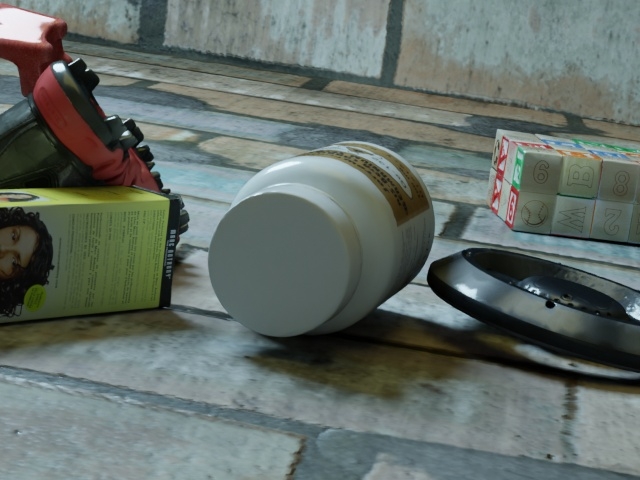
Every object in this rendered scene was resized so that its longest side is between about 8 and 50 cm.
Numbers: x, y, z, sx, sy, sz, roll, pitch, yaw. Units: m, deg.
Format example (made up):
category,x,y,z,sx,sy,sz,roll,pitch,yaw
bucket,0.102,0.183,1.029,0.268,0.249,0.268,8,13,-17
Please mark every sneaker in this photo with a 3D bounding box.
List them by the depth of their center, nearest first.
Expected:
category,x,y,z,sx,sy,sz,roll,pitch,yaw
sneaker,-0.192,-0.041,1.449,0.098,0.135,0.276,56,0,22

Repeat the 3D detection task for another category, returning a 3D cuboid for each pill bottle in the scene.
category,x,y,z,sx,sy,sz,roll,pitch,yaw
pill bottle,0.000,0.000,1.365,0.131,0.131,0.229,11,11,14

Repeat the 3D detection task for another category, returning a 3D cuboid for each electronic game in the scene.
category,x,y,z,sx,sy,sz,roll,pitch,yaw
electronic game,0.193,0.057,1.434,0.229,0.048,0.229,16,11,-3

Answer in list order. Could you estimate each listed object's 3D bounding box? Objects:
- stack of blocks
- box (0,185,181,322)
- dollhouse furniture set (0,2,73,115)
category,x,y,z,sx,sy,sz,roll,pitch,yaw
stack of blocks,0.345,-0.051,2.033,0.297,0.087,0.171,7,10,-5
box,-0.200,0.009,1.291,0.058,0.087,0.232,15,13,39
dollhouse furniture set,-0.341,-0.124,1.575,0.152,0.201,0.374,10,11,12
